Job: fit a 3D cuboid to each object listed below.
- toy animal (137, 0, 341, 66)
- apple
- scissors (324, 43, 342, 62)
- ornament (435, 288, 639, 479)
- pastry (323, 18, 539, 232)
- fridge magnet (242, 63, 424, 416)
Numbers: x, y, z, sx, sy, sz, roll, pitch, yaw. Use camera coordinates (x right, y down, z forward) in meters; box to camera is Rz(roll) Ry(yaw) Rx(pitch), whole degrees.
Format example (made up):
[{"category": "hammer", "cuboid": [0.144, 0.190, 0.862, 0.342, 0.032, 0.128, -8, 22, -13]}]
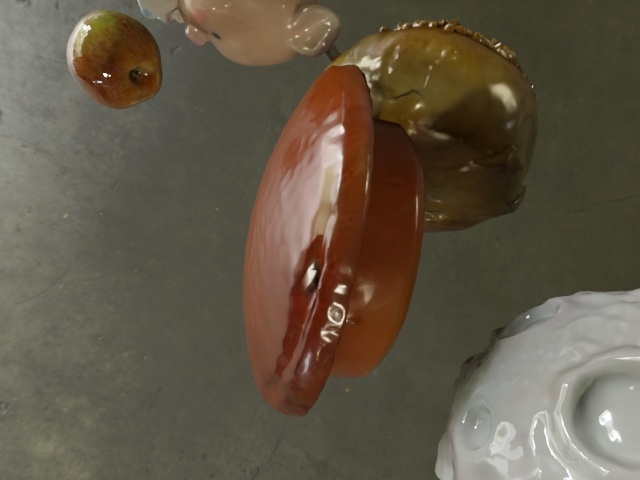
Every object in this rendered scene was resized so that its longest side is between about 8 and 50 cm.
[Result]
[{"category": "toy animal", "cuboid": [-0.112, -0.321, 0.555, 0.212, 0.195, 0.257, -19, 120, -4]}, {"category": "apple", "cuboid": [-0.281, -0.247, 0.678, 0.102, 0.126, 0.126, 35, 86, 27]}, {"category": "scissors", "cuboid": [-0.016, -0.344, 0.764, 0.022, 0.300, 0.109, 35, 86, 37]}, {"category": "ornament", "cuboid": [0.260, 0.214, 0.398, 0.336, 0.337, 0.338, 0, 89, -6]}, {"category": "pastry", "cuboid": [0.172, -0.178, 0.829, 0.408, 0.410, 0.245, 19, 66, -5]}, {"category": "fridge magnet", "cuboid": [0.000, 0.000, 0.531, 0.155, 0.363, 0.364, 10, 88, -10]}]
